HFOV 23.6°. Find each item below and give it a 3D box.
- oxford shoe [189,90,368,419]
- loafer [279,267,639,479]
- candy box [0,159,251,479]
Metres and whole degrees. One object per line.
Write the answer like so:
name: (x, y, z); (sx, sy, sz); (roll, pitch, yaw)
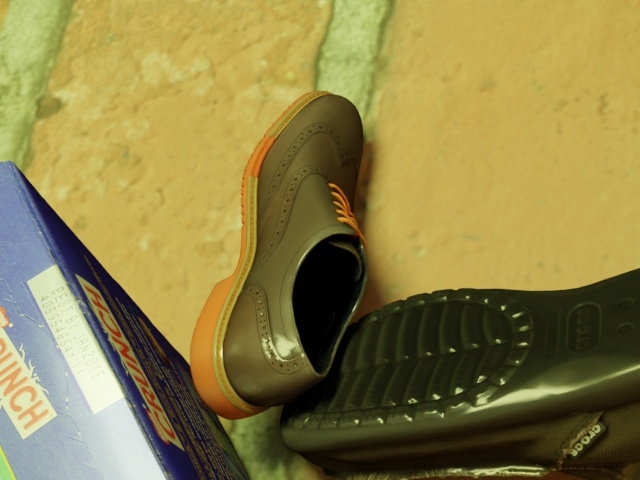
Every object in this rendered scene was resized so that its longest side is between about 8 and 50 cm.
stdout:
oxford shoe: (0.000, 0.000, 1.047); (0.098, 0.097, 0.271); (-16, 45, 37)
loafer: (0.145, 0.108, 0.959); (0.366, 0.130, 0.134); (-10, 32, 27)
candy box: (-0.120, 0.144, 0.899); (0.122, 0.317, 0.268); (-30, 59, -2)
